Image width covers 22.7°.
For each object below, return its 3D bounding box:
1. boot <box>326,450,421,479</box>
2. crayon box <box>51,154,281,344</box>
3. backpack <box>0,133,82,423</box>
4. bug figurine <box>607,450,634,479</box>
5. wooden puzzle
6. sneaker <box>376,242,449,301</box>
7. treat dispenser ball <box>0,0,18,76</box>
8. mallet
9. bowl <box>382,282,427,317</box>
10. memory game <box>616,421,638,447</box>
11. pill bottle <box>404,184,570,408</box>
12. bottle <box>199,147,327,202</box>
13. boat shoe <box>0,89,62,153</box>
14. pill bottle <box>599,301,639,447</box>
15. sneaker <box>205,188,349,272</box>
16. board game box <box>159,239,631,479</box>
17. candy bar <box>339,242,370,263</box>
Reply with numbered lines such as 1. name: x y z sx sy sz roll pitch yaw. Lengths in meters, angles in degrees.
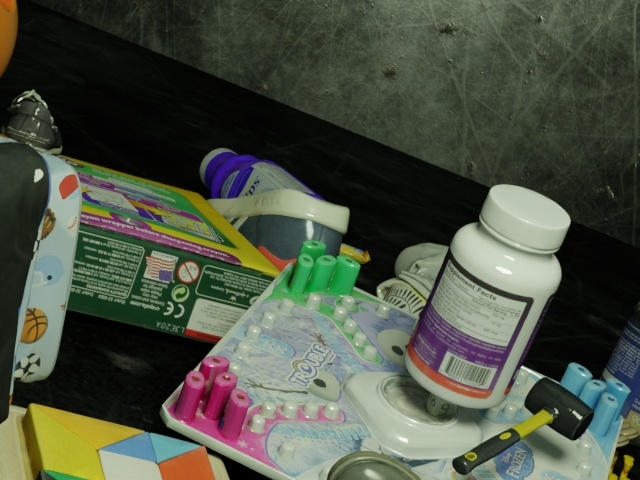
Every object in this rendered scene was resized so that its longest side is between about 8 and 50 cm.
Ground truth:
1. boot: 0.086 0.269 1.215 0.189 0.076 0.208 45 11 -16
2. crayon box: -0.265 -0.010 1.781 0.363 0.106 0.313 16 11 -27
3. backpack: -0.331 0.006 1.273 0.263 0.277 0.213 21 11 34
4. bug figurine: 0.312 0.299 1.560 0.216 0.072 0.279 18 16 10
5. wooden puzzle: -0.156 0.194 1.255 0.221 0.044 0.239 17 13 -22
6. sneaker: 0.140 0.064 2.185 0.169 0.108 0.292 19 14 -31
7. treat dispenser ball: -0.541 -0.294 2.083 0.288 0.288 0.288 21 12 -5
8. mallet: 0.173 0.169 1.448 0.189 0.039 0.062 -12 42 -44
9. bowl: 0.096 0.140 1.783 0.170 0.080 0.170 51 -18 23
10. memory game: 0.248 0.218 1.706 0.186 0.012 0.186 -10 1 0
11. pill bottle: 0.159 0.050 1.482 0.108 0.193 0.108 17 25 -8
12. bottle: -0.084 -0.054 2.261 0.092 0.118 0.283 13 16 -35
13. boat shoe: -0.329 -0.139 1.845 0.075 0.065 0.206 18 8 -9
14. pill bottle: 0.444 0.153 2.072 0.122 0.219 0.123 22 12 -5
15. sneaker: -0.083 0.031 1.944 0.131 0.148 0.350 17 -11 -18
16. board game box: 0.093 0.153 1.516 0.390 0.050 0.390 25 25 8
17. candy bar: 0.000 0.000 2.420 0.161 0.018 0.040 21 13 -5
